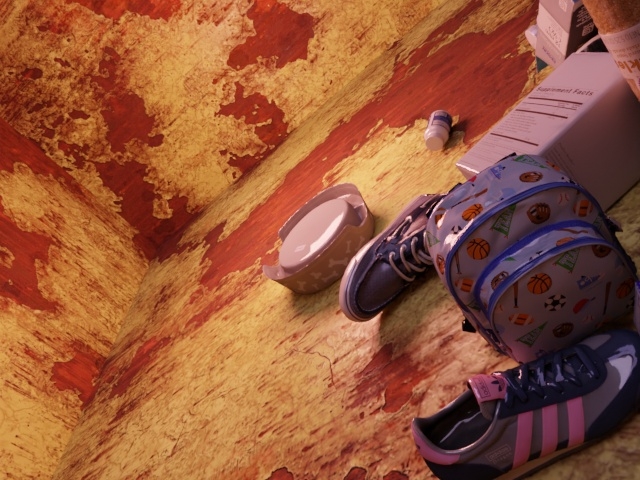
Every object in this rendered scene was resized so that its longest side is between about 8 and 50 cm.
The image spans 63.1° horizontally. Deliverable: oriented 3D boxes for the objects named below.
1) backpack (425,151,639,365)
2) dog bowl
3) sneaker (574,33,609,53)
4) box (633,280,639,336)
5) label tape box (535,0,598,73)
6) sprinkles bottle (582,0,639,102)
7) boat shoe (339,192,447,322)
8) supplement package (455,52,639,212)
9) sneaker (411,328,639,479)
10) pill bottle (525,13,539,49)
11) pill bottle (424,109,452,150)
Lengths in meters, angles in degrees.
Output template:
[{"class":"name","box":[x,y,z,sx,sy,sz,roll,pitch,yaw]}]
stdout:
[{"class":"backpack","box":[0.283,0.025,0.727,0.276,0.263,0.213,-40,24,10]},{"class":"dog bowl","box":[0.000,0.000,1.434,0.349,0.102,0.348,-37,24,20]},{"class":"sneaker","box":[0.643,-0.415,1.037,0.410,0.158,0.182,-34,8,12]},{"class":"box","box":[0.422,0.106,0.553,0.126,0.072,0.137,-9,37,17]},{"class":"label tape box","box":[0.592,-0.484,1.086,0.249,0.348,0.115,-31,65,9]},{"class":"sprinkles bottle","box":[0.486,-0.253,0.724,0.121,0.355,0.121,-37,18,14]},{"class":"boat shoe","box":[0.179,0.026,1.059,0.340,0.127,0.158,-52,17,-18]},{"class":"supplement package","box":[0.424,-0.157,0.901,0.293,0.177,0.175,-43,23,3]},{"class":"sneaker","box":[0.259,0.199,0.646,0.319,0.131,0.112,-40,24,11]},{"class":"pill bottle","box":[0.629,-0.575,1.342,0.184,0.103,0.103,-39,24,14]},{"class":"pill bottle","box":[0.324,-0.301,1.439,0.067,0.067,0.120,-23,32,41]}]
